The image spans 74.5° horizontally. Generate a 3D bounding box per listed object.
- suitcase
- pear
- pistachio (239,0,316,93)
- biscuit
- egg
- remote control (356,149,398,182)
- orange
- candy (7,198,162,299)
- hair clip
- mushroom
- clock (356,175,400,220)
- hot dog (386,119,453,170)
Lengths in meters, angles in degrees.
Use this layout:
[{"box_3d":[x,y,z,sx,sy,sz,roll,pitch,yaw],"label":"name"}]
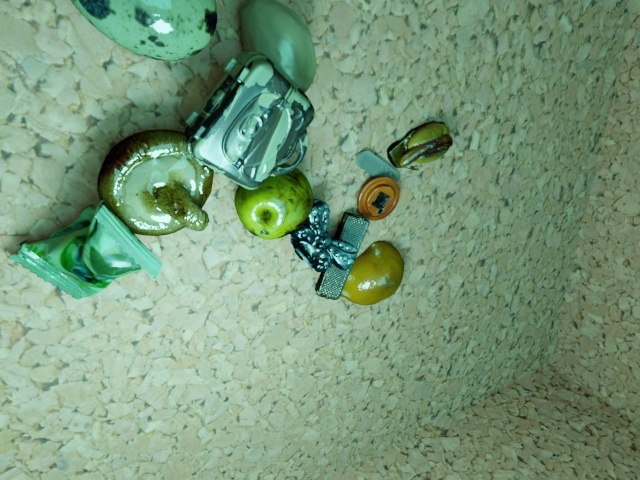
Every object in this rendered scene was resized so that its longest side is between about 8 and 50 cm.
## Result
[{"box_3d":[-0.191,-0.332,1.254,0.351,0.194,0.339,-50,134,10],"label":"suitcase"},{"box_3d":[-0.159,-0.133,1.458,0.284,0.283,0.283,-12,116,-26],"label":"pear"},{"box_3d":[-0.137,-0.604,1.327,0.226,0.207,0.331,-12,120,25],"label":"pistachio"},{"box_3d":[0.088,0.070,1.807,0.107,0.073,0.388,17,102,-19],"label":"biscuit"},{"box_3d":[-0.451,-0.624,1.068,0.379,0.287,0.287,8,106,-33],"label":"egg"},{"box_3d":[0.243,-0.302,1.777,0.245,0.022,0.077,27,94,-36],"label":"remote control"},{"box_3d":[0.252,0.157,1.943,0.310,0.274,0.274,-57,133,-37],"label":"orange"},{"box_3d":[-0.692,0.056,1.244,0.398,0.172,0.263,-23,122,17],"label":"candy"},{"box_3d":[-0.007,0.001,1.642,0.206,0.194,0.310,-35,105,-3],"label":"hair clip"},{"box_3d":[-0.502,-0.174,1.297,0.345,0.239,0.345,2,87,-37],"label":"mushroom"},{"box_3d":[0.250,-0.178,1.804,0.205,0.051,0.205,-12,122,-20],"label":"clock"},{"box_3d":[0.459,-0.395,1.810,0.326,0.107,0.194,-38,125,-10],"label":"hot dog"}]
